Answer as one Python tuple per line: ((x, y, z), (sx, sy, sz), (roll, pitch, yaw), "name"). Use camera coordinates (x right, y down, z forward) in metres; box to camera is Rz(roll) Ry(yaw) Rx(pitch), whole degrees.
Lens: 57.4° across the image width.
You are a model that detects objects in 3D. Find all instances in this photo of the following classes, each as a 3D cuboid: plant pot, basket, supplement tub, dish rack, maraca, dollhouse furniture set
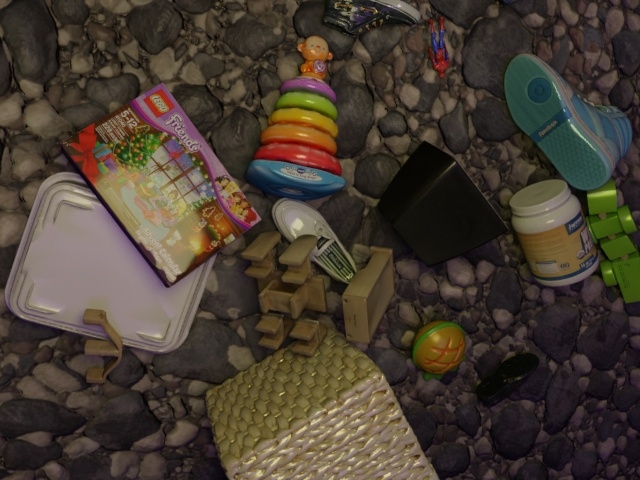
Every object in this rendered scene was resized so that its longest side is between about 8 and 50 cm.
((0.222, -0.061, 1.158), (0.167, 0.188, 0.187), (-40, 110, 8), "plant pot")
((-0.015, 0.374, 1.087), (0.328, 0.331, 0.266), (-29, 106, -10), "basket")
((0.501, -0.016, 1.263), (0.144, 0.144, 0.200), (-31, 109, -9), "supplement tub")
((-0.367, 0.055, 1.049), (0.333, 0.072, 0.285), (19, 96, -19), "dish rack")
((0.261, 0.243, 1.271), (0.127, 0.099, 0.186), (-26, 133, -2), "maraca")
((0.000, 0.086, 1.099), (0.242, 0.161, 0.212), (7, 123, 23), "dollhouse furniture set")

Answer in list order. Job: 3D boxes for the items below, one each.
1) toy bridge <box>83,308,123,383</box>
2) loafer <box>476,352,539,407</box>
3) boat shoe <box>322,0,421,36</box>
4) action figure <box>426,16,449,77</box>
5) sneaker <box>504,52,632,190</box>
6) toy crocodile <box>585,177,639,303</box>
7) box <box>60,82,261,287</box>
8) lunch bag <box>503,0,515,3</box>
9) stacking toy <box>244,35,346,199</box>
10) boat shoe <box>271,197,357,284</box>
((-0.386, 0.191, 1.041), (0.063, 0.026, 0.188), (7, 130, -13), "toy bridge")
((0.440, 0.326, 1.367), (0.170, 0.062, 0.061), (-31, 131, -6), "loafer")
((0.094, -0.418, 1.100), (0.183, 0.065, 0.083), (15, 98, -13), "boat shoe")
((0.236, -0.383, 1.167), (0.038, 0.030, 0.115), (-15, 110, -8), "action figure")
((0.534, -0.274, 1.247), (0.208, 0.127, 0.319), (-32, 90, -36), "sneaker")
((0.691, 0.008, 1.355), (0.115, 0.105, 0.340), (-22, 114, 32), "toy crocodile")
((-0.268, -0.094, 1.005), (0.201, 0.057, 0.293), (-39, 99, -21), "box")
((0.412, -0.591, 1.146), (0.219, 0.090, 0.176), (-46, 109, -4), "lunch bag")
((-0.026, -0.234, 1.069), (0.175, 0.166, 0.302), (12, 83, -13), "stacking toy")
((0.000, 0.000, 1.147), (0.226, 0.076, 0.083), (41, 87, -20), "boat shoe")
